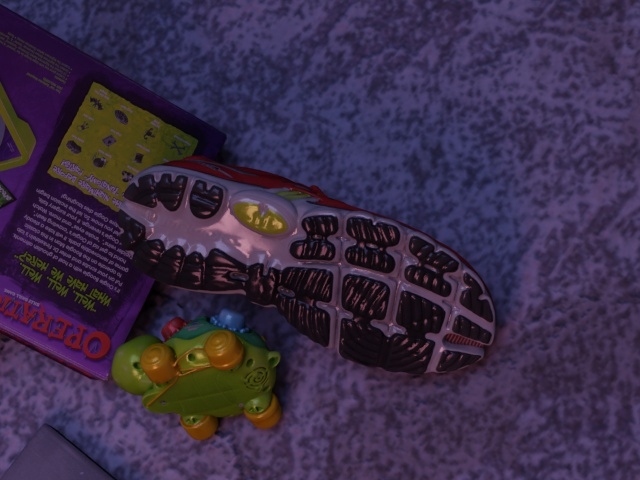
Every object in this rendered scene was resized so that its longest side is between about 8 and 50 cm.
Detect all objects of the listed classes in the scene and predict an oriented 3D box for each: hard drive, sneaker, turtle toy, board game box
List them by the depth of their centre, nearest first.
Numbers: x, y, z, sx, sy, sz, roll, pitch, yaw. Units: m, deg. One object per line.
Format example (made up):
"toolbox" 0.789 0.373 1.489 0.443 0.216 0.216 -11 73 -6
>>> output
"sneaker" 0.000 0.000 1.352 0.279 0.118 0.107 22 113 10
"turtle toy" -0.088 0.089 1.362 0.130 0.095 0.066 -11 46 17
"hard drive" -0.177 0.206 1.380 0.135 0.022 0.094 34 84 28
"board game box" -0.261 -0.067 1.381 0.208 0.346 0.056 -65 18 -15
